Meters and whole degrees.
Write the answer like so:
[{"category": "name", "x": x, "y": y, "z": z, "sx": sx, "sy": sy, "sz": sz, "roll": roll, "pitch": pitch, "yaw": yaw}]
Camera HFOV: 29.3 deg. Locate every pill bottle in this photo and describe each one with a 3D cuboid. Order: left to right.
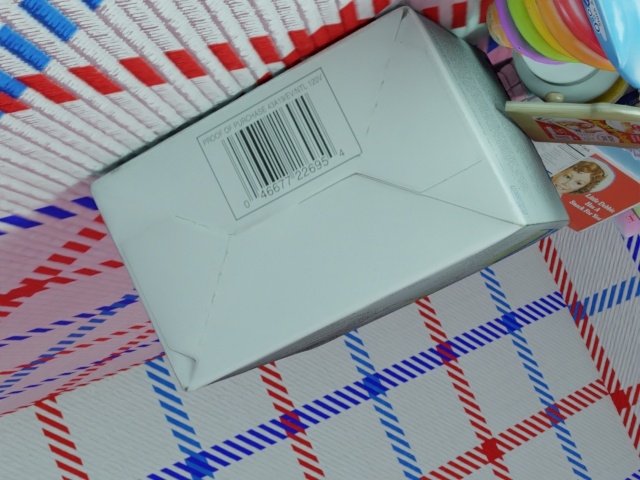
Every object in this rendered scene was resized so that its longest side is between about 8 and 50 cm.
[{"category": "pill bottle", "x": 0.264, "y": -0.196, "z": 1.279, "sx": 0.118, "sy": 0.117, "sz": 0.208, "roll": -26, "pitch": 173, "yaw": 16}]

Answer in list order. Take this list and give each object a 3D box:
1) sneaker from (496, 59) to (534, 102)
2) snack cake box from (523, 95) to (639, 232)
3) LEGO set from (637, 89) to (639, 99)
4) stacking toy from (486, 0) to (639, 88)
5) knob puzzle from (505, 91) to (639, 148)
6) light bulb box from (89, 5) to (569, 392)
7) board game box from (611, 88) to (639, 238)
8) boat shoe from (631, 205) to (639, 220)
[{"category": "sneaker", "x": 0.195, "y": -0.170, "z": 1.487, "sx": 0.167, "sy": 0.065, "sz": 0.076, "roll": -20, "pitch": 176, "yaw": -20}, {"category": "snack cake box", "x": 0.345, "y": -0.120, "z": 1.736, "sx": 0.264, "sy": 0.089, "sz": 0.152, "roll": 27, "pitch": 137, "yaw": -37}, {"category": "LEGO set", "x": 0.374, "y": -0.181, "z": 1.018, "sx": 0.255, "sy": 0.331, "sz": 0.192, "roll": -13, "pitch": 172, "yaw": 31}, {"category": "stacking toy", "x": 0.211, "y": -0.207, "z": 1.017, "sx": 0.166, "sy": 0.175, "sz": 0.302, "roll": -26, "pitch": -172, "yaw": -18}, {"category": "knob puzzle", "x": 0.294, "y": -0.121, "z": 1.207, "sx": 0.213, "sy": 0.030, "sz": 0.213, "roll": 7, "pitch": 176, "yaw": 1}, {"category": "light bulb box", "x": 0.031, "y": -0.035, "z": 1.241, "sx": 0.358, "sy": 0.225, "sz": 0.361, "roll": -27, "pitch": 174, "yaw": 16}, {"category": "board game box", "x": 0.630, "y": -0.185, "z": 2.101, "sx": 0.319, "sy": 0.066, "sz": 0.318, "roll": -28, "pitch": -148, "yaw": 22}, {"category": "boat shoe", "x": 0.490, "y": -0.137, "z": 1.926, "sx": 0.089, "sy": 0.285, "sz": 0.104, "roll": -31, "pitch": -158, "yaw": 28}]
